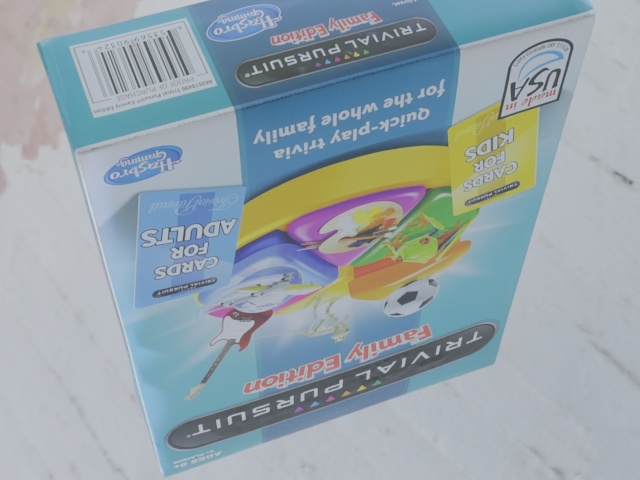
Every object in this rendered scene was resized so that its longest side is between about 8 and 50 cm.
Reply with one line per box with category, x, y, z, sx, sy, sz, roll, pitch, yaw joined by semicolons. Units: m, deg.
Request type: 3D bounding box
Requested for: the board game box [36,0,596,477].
board game box;0.000;0.000;0.616;0.336;0.254;0.079;90;-21;-53
